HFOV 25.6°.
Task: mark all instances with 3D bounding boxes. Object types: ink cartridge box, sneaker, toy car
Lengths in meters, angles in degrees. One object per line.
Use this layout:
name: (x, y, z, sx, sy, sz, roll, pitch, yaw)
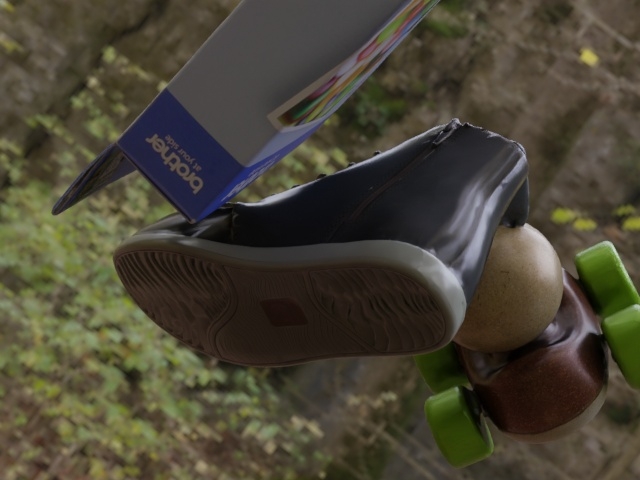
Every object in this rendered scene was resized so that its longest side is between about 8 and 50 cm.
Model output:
ink cartridge box: (0.017, -0.118, 0.678, 0.065, 0.311, 0.186, 48, 23, -2)
sneaker: (0.000, 0.000, 0.740, 0.222, 0.118, 0.083, 2, -50, 36)
toy car: (0.110, 0.025, 0.899, 0.188, 0.155, 0.149, 58, 12, -30)
